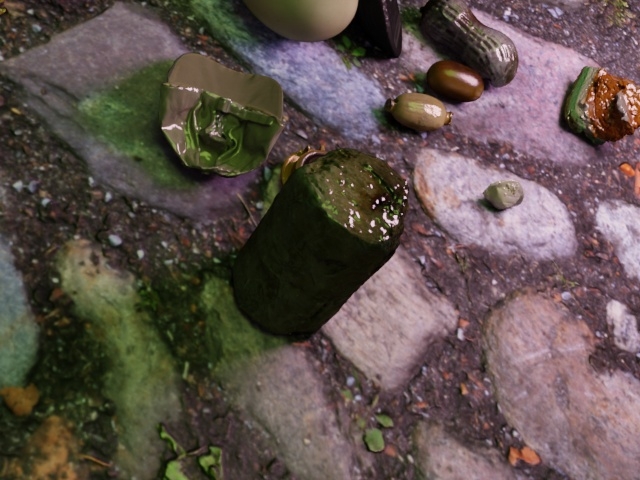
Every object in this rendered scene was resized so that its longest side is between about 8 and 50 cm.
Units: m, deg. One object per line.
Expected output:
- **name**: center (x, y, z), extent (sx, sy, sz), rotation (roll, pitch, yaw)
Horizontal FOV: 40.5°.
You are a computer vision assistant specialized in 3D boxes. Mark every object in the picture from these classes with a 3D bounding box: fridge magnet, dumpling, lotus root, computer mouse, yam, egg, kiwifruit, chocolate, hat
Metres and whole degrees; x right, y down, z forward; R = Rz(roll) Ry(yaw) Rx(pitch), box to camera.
- **fridge magnet**: center (-0.001, -0.102, 1.523), extent (0.143, 0.063, 0.143), rotation (13, 55, -20)
- **dumpling**: center (0.360, -0.090, 1.685), extent (0.076, 0.057, 0.052), rotation (39, 54, 0)
- **lotus root**: center (0.199, -0.250, 1.698), extent (0.150, 0.062, 0.073), rotation (8, 60, -19)
- **computer mouse**: center (0.102, -0.478, 1.708), extent (0.088, 0.264, 0.147), rotation (-3, 39, 12)
- **yam**: center (0.000, 0.000, 1.333), extent (0.195, 0.300, 0.195), rotation (18, 48, -22)
- **egg**: center (-0.049, -0.481, 1.635), extent (0.253, 0.189, 0.189), rotation (27, 55, 0)
- **kiwifruit**: center (0.275, -0.325, 1.771), extent (0.124, 0.075, 0.075), rotation (16, 57, -11)
- **chocolate**: center (0.315, -0.425, 1.823), extent (0.248, 0.110, 0.110), rotation (41, 54, -2)
- **hat**: center (-0.172, -0.215, 1.510), extent (0.214, 0.149, 0.245), rotation (18, 20, -7)

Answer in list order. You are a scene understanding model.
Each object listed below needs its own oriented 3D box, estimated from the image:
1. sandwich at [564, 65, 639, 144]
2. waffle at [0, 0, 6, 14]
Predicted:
- **sandwich**: center (0.623, -0.307, 1.870), extent (0.109, 0.159, 0.185), rotation (32, 60, -29)
- **waffle**: center (-0.654, -0.443, 1.413), extent (0.262, 0.060, 0.280), rotation (43, 58, 0)
